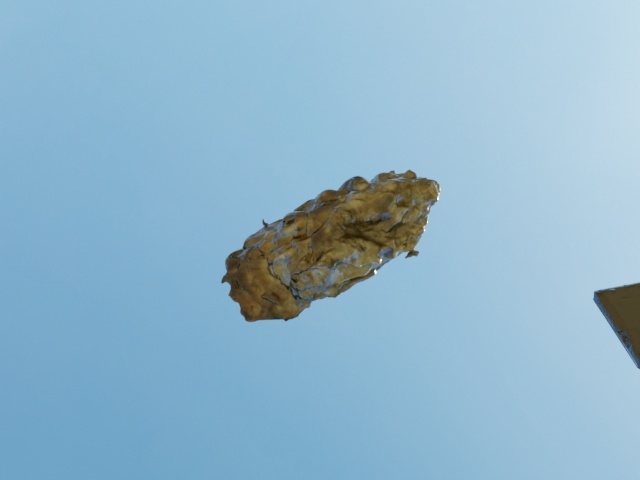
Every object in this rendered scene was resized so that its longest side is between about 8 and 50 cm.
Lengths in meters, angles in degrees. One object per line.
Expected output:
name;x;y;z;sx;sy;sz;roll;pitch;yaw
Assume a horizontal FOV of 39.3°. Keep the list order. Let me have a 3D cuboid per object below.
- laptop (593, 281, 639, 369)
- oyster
laptop;0.345;0.059;0.782;0.180;0.016;0.129;-11;-153;2
oyster;0.007;-0.004;0.672;0.177;0.056;0.105;-17;-142;13
